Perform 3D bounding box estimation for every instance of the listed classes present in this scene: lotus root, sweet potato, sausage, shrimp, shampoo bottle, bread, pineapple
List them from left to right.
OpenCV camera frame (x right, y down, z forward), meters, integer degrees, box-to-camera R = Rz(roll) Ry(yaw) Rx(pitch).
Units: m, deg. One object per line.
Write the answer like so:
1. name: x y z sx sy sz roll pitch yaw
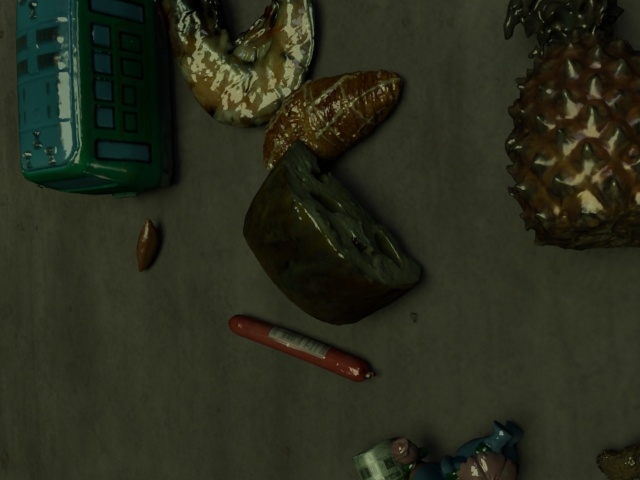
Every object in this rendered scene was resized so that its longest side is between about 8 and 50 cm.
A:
1. sweet potato: -0.275 0.009 1.139 0.034 0.034 0.095 31 119 29
2. shrimp: -0.126 -0.337 1.006 0.233 0.071 0.365 -25 81 27
3. sausage: -0.033 0.145 0.981 0.253 0.034 0.034 17 101 33
4. bread: -0.002 -0.156 0.924 0.233 0.076 0.105 -27 79 30
5. lotus root: 0.000 0.000 0.876 0.235 0.138 0.119 49 121 10
6. shampoo bottle: 0.111 0.348 0.876 0.065 0.065 0.205 -34 74 30
7. pineapple: 0.264 -0.172 0.709 0.175 0.175 0.362 -7 73 34

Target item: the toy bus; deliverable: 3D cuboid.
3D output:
1. toy bus: -0.347 -0.239 1.080 0.183 0.199 0.344 -4 88 35

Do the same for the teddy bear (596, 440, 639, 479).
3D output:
1. teddy bear: 0.348 0.215 0.701 0.160 0.078 0.119 -46 64 28

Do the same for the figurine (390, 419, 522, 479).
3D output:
1. figurine: 0.158 0.275 0.828 0.178 0.114 0.144 -57 40 9
